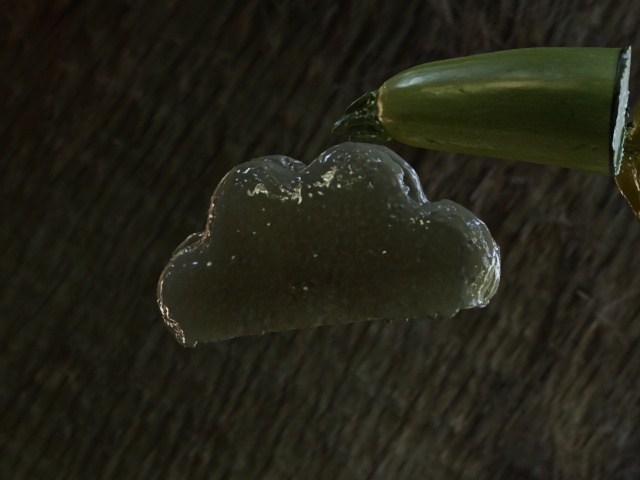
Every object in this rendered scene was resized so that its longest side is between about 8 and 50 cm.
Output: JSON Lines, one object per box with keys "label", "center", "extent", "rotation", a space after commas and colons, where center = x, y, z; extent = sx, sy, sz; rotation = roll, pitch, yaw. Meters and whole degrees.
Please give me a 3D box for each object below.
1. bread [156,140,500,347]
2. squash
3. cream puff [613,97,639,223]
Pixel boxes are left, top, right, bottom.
{"label": "bread", "center": [-0.001, 0.003, 1.203], "extent": [0.337, 0.183, 0.102], "rotation": [-8, 4, 17]}
{"label": "squash", "center": [0.115, -0.092, 0.923], "extent": [0.224, 0.094, 0.094], "rotation": [0, -23, 20]}
{"label": "cream puff", "center": [0.390, -0.065, 1.192], "extent": [0.221, 0.194, 0.194], "rotation": [15, -15, 16]}
